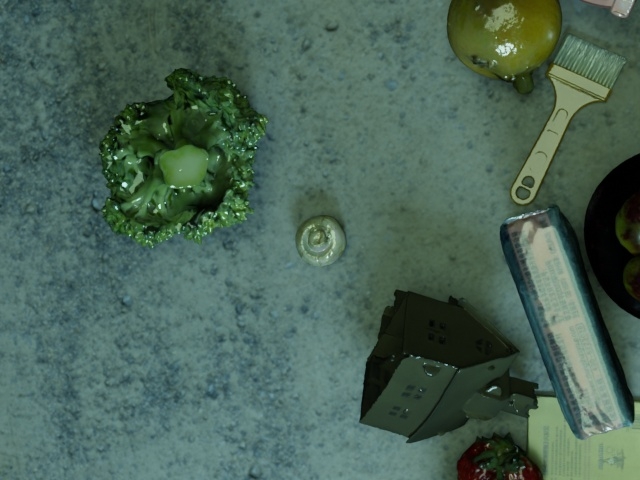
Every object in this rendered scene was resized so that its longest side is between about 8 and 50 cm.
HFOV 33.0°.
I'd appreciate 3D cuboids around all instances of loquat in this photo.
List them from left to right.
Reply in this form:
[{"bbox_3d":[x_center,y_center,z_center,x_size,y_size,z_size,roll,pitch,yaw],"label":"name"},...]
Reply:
[{"bbox_3d":[0.279,-0.317,1.625,0.172,0.149,0.204,-16,96,7],"label":"loquat"}]

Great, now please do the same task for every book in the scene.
[{"bbox_3d":[0.410,0.323,1.640,0.192,0.013,0.168,2,89,14],"label":"book"}]

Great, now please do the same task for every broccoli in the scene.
[{"bbox_3d":[-0.211,-0.123,1.708,0.260,0.235,0.288,23,104,48],"label":"broccoli"}]

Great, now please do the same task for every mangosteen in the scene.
[{"bbox_3d":[0.495,0.009,1.482,0.275,0.302,0.275,6,110,17],"label":"mangosteen"}]

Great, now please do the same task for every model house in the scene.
[{"bbox_3d":[0.208,0.188,1.618,0.243,0.204,0.211,17,137,-7],"label":"model house"}]

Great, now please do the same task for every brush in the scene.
[{"bbox_3d":[0.365,-0.178,1.668,0.103,0.013,0.272,27,95,14],"label":"brush"}]

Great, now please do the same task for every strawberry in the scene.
[{"bbox_3d":[0.271,0.373,1.627,0.131,0.131,0.148,-5,119,14],"label":"strawberry"}]

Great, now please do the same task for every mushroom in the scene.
[{"bbox_3d":[0.000,0.000,1.725,0.084,0.067,0.083,-2,81,13],"label":"mushroom"}]

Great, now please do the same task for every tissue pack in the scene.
[{"bbox_3d":[0.355,0.117,1.544,0.103,0.228,0.315,-20,81,13],"label":"tissue pack"}]

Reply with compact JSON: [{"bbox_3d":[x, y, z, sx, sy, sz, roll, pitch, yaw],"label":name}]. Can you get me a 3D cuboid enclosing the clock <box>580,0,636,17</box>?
[{"bbox_3d":[0.411,-0.406,1.588,0.166,0.162,0.092,23,121,10],"label":"clock"}]
